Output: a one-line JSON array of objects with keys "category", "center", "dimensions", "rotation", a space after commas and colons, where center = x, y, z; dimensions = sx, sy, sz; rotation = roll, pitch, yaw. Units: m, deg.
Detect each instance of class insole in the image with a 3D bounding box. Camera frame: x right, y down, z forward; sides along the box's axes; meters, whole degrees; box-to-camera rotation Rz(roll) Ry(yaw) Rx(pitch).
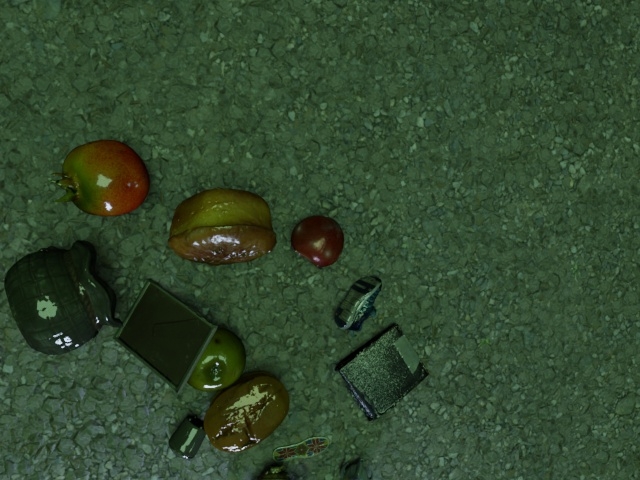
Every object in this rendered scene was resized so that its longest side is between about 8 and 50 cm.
[{"category": "insole", "center": [-0.063, 0.690, 1.459], "dimensions": [0.193, 0.006, 0.065], "rotation": [-8, 94, -11]}]

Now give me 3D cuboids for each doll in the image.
[{"category": "doll", "center": [0.108, 0.811, 1.470], "dimensions": [0.104, 0.062, 0.195], "rotation": [22, 97, 27]}]

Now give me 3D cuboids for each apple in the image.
[{"category": "apple", "center": [-0.321, 0.357, 1.322], "dimensions": [0.196, 0.157, 0.197], "rotation": [-3, 100, -15]}]

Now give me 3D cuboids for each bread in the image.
[{"category": "bread", "center": [-0.268, -0.029, 1.250], "dimensions": [0.311, 0.312, 0.173], "rotation": [-2, 75, -10]}, {"category": "bread", "center": [-0.226, 0.519, 1.354], "dimensions": [0.269, 0.142, 0.196], "rotation": [-31, 98, -10]}]

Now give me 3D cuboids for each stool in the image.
[{"category": "stool", "center": [-0.401, 0.599, 1.350], "dimensions": [0.096, 0.096, 0.110], "rotation": [33, 83, -10]}]

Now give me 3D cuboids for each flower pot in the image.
[{"category": "flower pot", "center": [-0.686, 0.150, 1.194], "dimensions": [0.212, 0.301, 0.302], "rotation": [-22, 96, -22]}]

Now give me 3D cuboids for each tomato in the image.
[{"category": "tomato", "center": [0.000, 0.000, 1.365], "dimensions": [0.167, 0.167, 0.168], "rotation": [0, 93, -11]}]

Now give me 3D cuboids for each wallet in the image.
[{"category": "wallet", "center": [0.206, 0.436, 1.475], "dimensions": [0.262, 0.071, 0.221], "rotation": [-34, 93, -11]}]

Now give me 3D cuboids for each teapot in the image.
[{"category": "teapot", "center": [-0.157, 0.800, 1.384], "dimensions": [0.269, 0.173, 0.183], "rotation": [-8, 57, 14]}]

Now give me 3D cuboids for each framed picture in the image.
[{"category": "framed picture", "center": [-0.456, 0.269, 1.284], "dimensions": [0.289, 0.016, 0.213], "rotation": [28, 86, 23]}]

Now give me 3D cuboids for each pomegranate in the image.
[{"category": "pomegranate", "center": [-0.598, -0.166, 1.200], "dimensions": [0.256, 0.220, 0.221], "rotation": [-32, 101, -52]}]

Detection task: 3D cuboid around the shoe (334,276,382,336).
[{"category": "shoe", "center": [0.137, 0.212, 1.443], "dimensions": [0.106, 0.091, 0.207], "rotation": [39, 81, -32]}]
